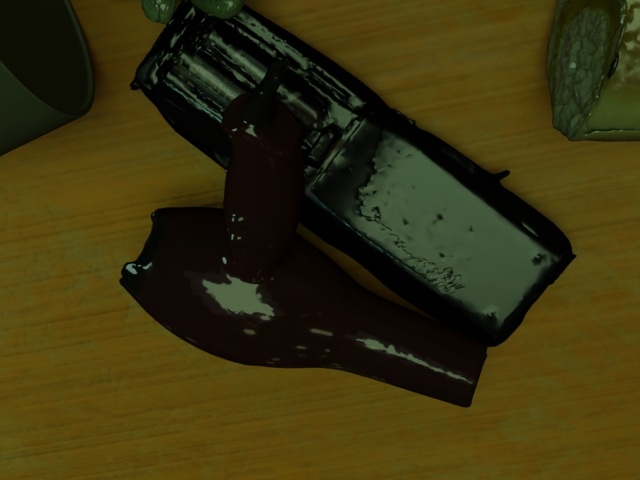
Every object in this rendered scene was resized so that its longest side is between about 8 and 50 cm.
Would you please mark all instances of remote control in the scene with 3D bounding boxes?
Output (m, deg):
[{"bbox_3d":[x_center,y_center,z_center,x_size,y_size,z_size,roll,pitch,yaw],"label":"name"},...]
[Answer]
[{"bbox_3d":[0.030,-0.061,0.789,0.399,0.062,0.144,35,104,-4],"label":"remote control"}]

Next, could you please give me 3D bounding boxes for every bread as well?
[{"bbox_3d":[0.278,-0.173,0.706,0.261,0.158,0.156,-35,109,11],"label":"bread"}]

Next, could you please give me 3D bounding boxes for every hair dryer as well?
[{"bbox_3d":[0.000,0.000,0.694,0.313,0.123,0.340,18,147,4],"label":"hair dryer"}]

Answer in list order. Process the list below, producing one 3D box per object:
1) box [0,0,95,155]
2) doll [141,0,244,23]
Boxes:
[{"bbox_3d":[-0.296,-0.165,0.704,0.149,0.226,0.226,-23,101,9],"label":"box"},{"bbox_3d":[-0.110,-0.227,0.735,0.150,0.077,0.115,25,84,24],"label":"doll"}]
